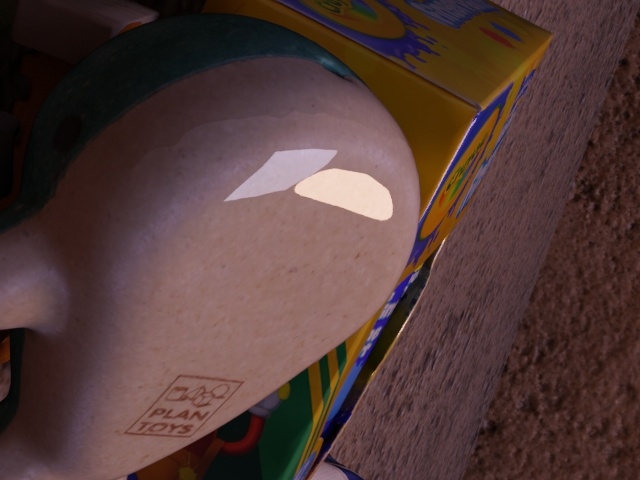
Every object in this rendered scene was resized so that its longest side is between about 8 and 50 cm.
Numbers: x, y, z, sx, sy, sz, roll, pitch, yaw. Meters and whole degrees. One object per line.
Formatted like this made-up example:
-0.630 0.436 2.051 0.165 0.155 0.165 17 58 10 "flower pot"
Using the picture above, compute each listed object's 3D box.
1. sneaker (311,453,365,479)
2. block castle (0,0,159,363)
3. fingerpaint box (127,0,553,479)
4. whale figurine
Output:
0.030 0.367 1.543 0.315 0.182 0.127 19 90 -70 "sneaker"
-0.206 -0.136 0.463 0.303 0.213 0.453 -52 162 -66 "block castle"
0.000 0.000 0.815 0.371 0.163 0.445 -64 172 19 "fingerpaint box"
-0.082 0.016 0.518 0.216 0.141 0.272 12 124 -47 "whale figurine"
